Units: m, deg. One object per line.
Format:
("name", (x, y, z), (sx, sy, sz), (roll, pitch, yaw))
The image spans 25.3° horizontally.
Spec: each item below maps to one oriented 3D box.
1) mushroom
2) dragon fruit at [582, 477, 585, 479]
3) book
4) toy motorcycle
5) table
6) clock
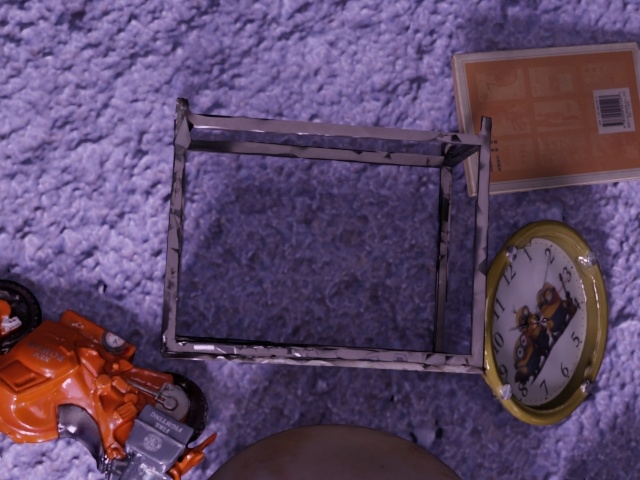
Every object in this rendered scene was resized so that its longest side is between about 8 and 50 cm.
("mushroom", (0.016, 0.378, 1.524), (0.362, 0.294, 0.362), (6, 49, -7))
("dragon fruit", (0.310, 0.356, 1.612), (0.142, 0.138, 0.175), (30, 95, -26))
("book", (0.278, -0.145, 1.688), (0.242, 0.018, 0.170), (-6, 86, -16))
("toy motorcycle", (-0.286, 0.188, 1.563), (0.326, 0.148, 0.221), (29, 61, 3))
("table", (0.000, 0.000, 1.564), (0.335, 0.222, 0.272), (3, 87, -6))
("clock", (0.243, 0.092, 1.626), (0.237, 0.057, 0.237), (-2, 92, -43))
